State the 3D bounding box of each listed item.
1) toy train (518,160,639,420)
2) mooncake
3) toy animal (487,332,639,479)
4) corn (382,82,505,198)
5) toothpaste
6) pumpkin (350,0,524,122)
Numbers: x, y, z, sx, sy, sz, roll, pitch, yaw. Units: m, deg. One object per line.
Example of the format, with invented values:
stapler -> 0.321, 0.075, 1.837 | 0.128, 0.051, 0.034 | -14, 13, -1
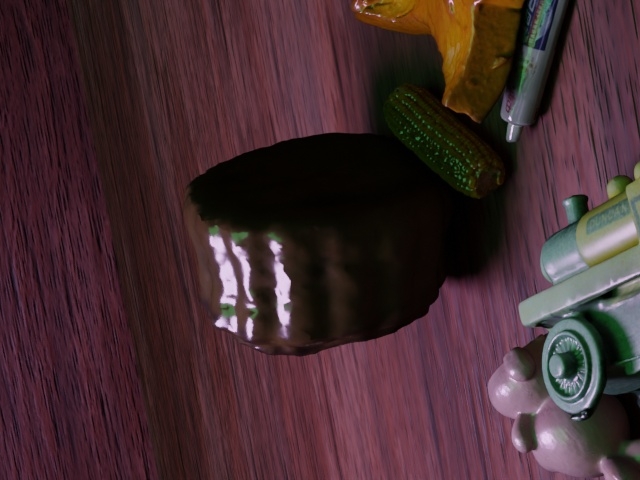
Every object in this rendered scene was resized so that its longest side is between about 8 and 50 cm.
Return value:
toy train -> 0.290, 0.018, 0.834 | 0.369, 0.150, 0.237 | 139, 125, -62
mooncake -> 0.000, 0.000, 1.227 | 0.324, 0.324, 0.187 | 36, 135, 56
toy animal -> 0.259, 0.196, 1.006 | 0.212, 0.124, 0.124 | 53, 145, 32
corn -> 0.138, -0.117, 1.171 | 0.207, 0.068, 0.068 | 52, 144, 42
toothpaste -> 0.217, -0.204, 1.010 | 0.060, 0.038, 0.233 | 45, 136, 45
pumpkin -> 0.136, -0.292, 1.061 | 0.290, 0.095, 0.258 | -118, 32, -49
